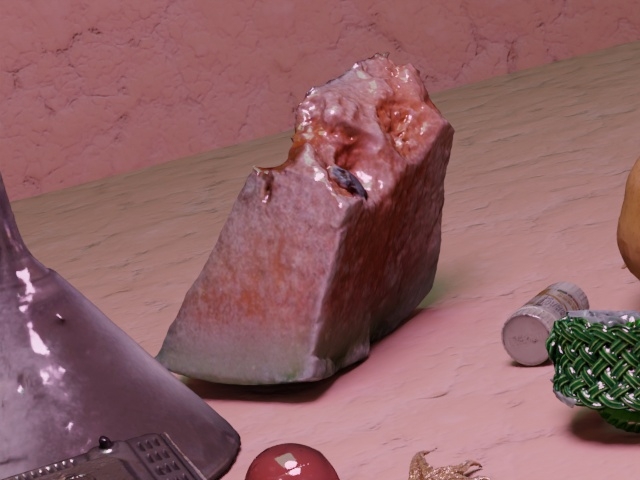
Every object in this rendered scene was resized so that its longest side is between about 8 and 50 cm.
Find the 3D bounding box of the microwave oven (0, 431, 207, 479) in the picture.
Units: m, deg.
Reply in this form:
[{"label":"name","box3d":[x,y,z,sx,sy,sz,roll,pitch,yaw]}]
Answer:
[{"label":"microwave oven","box3d":[-0.146,0.194,0.880,0.205,0.129,0.163,-16,23,-20]}]

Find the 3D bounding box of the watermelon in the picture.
[{"label":"watermelon","box3d":[0.009,0.013,1.476,0.151,0.302,0.264,34,30,17]}]

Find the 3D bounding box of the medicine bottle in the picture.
[{"label":"medicine bottle","box3d":[0.183,0.067,1.377,0.047,0.047,0.083,-4,14,32]}]

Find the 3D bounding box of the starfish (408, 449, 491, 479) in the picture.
[{"label":"starfish","box3d":[0.068,0.161,1.132,0.086,0.016,0.092,-11,17,-1]}]

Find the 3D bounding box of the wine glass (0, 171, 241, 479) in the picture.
[{"label":"wine glass","box3d":[-0.234,0.000,1.255,0.267,0.406,0.267,-13,14,3]}]

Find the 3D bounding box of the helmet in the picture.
[{"label":"helmet","box3d":[-0.017,0.160,1.136,0.084,0.049,0.065,-1,15,43]}]

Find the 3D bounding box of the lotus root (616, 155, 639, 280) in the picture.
[{"label":"lotus root","box3d":[0.328,-0.017,1.353,0.160,0.146,0.284,-56,19,-3]}]

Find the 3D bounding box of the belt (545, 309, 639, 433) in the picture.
[{"label":"belt","box3d":[0.230,0.091,1.171,0.151,0.079,0.121,1,4,9]}]
